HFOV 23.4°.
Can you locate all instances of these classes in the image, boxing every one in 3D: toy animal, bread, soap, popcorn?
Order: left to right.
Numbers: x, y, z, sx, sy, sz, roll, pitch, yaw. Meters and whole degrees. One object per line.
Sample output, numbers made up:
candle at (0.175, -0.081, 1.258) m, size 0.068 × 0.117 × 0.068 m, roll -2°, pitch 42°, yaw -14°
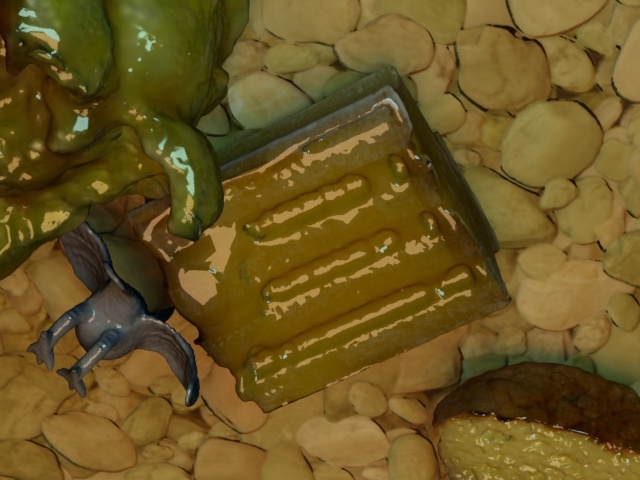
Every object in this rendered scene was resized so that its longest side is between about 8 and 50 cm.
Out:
popcorn at (-0.188, -0.127, 1.294) m, size 0.326 × 0.290 × 0.321 m, roll 33°, pitch 134°, yaw 17°
toy animal at (-0.191, 0.064, 1.447) m, size 0.239 × 0.176 × 0.255 m, roll 47°, pitch 145°, yaw 6°
soap at (0.000, 0.000, 1.444) m, size 0.281 × 0.143 × 0.259 m, roll -23°, pitch 122°, yaw 16°
bread at (0.246, 0.195, 1.555) m, size 0.260 × 0.134 × 0.129 m, roll 18°, pitch 133°, yaw 8°
